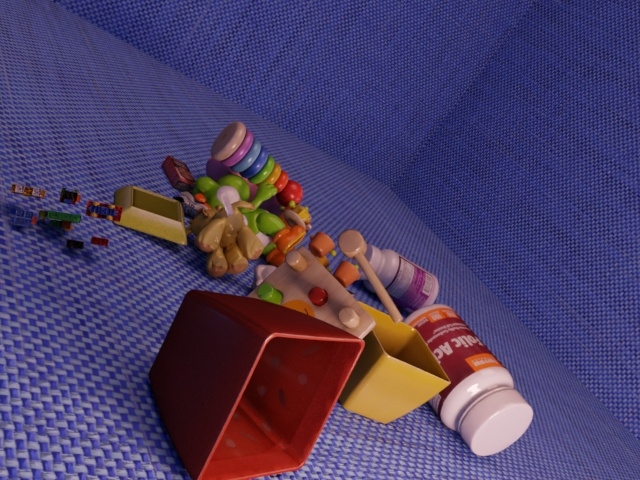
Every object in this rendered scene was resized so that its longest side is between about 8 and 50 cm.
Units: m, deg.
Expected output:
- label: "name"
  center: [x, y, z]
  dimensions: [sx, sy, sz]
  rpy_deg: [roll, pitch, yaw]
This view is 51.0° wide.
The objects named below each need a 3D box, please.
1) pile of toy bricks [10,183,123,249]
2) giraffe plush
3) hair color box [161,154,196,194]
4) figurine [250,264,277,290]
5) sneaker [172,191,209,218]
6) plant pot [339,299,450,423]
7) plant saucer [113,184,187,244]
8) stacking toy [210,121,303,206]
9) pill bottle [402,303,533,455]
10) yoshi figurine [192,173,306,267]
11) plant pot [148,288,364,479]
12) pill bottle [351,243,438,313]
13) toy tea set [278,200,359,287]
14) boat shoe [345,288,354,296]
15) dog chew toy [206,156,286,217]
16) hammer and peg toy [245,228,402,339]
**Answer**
- label: "pile of toy bricks"
  center: [-0.525, -0.047, 1.373]
  dimensions: [0.212, 0.118, 0.105]
  rpy_deg: [12, -4, -23]
- label: "giraffe plush"
  center: [-0.270, -0.021, 1.725]
  dimensions: [0.182, 0.210, 0.171]
  rpy_deg: [-11, 11, -38]
- label: "hair color box"
  center: [-0.437, -0.203, 2.081]
  dimensions: [0.072, 0.043, 0.141]
  rpy_deg: [24, 21, -42]
- label: "figurine"
  center: [-0.077, 0.175, 1.698]
  dimensions: [0.215, 0.092, 0.209]
  rpy_deg: [28, 22, -27]
- label: "sneaker"
  center: [-0.370, -0.089, 1.904]
  dimensions: [0.135, 0.052, 0.058]
  rpy_deg: [36, 23, 25]
- label: "plant pot"
  center: [0.137, 0.303, 1.585]
  dimensions: [0.212, 0.187, 0.212]
  rpy_deg: [28, 18, -30]
- label: "plant saucer"
  center: [-0.420, -0.075, 1.684]
  dimensions: [0.188, 0.045, 0.188]
  rpy_deg: [19, 22, -23]
- label: "stacking toy"
  center: [-0.179, -0.222, 2.102]
  dimensions: [0.330, 0.141, 0.141]
  rpy_deg: [38, 13, -30]
- label: "pill bottle"
  center: [0.381, 0.374, 1.837]
  dimensions: [0.224, 0.224, 0.392]
  rpy_deg: [24, 20, -40]
- label: "yoshi figurine"
  center: [-0.207, -0.086, 2.008]
  dimensions: [0.362, 0.203, 0.203]
  rpy_deg: [37, -1, 9]
- label: "plant pot"
  center: [-0.133, 0.224, 1.149]
  dimensions: [0.236, 0.267, 0.267]
  rpy_deg: [31, 9, 37]
- label: "pill bottle"
  center: [0.259, 0.133, 2.382]
  dimensions: [0.302, 0.169, 0.169]
  rpy_deg: [30, 17, -24]
- label: "toy tea set"
  center: [0.000, 0.000, 2.093]
  dimensions: [0.336, 0.124, 0.200]
  rpy_deg: [51, -26, -14]
- label: "boat shoe"
  center: [0.048, 0.172, 2.034]
  dimensions: [0.056, 0.049, 0.152]
  rpy_deg: [25, 10, 36]
- label: "dog chew toy"
  center: [-0.220, -0.191, 2.251]
  dimensions: [0.332, 0.206, 0.206]
  rpy_deg: [40, 14, -15]
- label: "hammer and peg toy"
  center: [-0.009, 0.142, 1.436]
  dimensions: [0.266, 0.361, 0.127]
  rpy_deg: [46, -2, 28]
